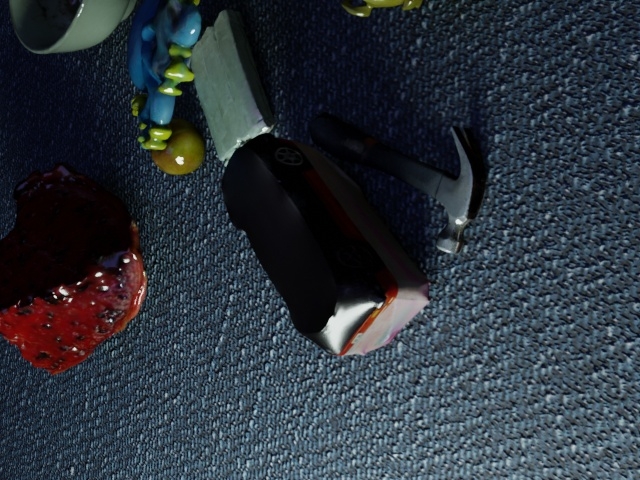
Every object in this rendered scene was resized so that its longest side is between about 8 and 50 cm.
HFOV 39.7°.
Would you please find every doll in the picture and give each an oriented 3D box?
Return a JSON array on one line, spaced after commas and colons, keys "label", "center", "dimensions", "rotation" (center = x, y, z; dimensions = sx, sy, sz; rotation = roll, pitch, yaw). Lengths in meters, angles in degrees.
[{"label": "doll", "center": [-0.215, -0.301, 1.282], "dimensions": [0.341, 0.099, 0.346], "rotation": [-157, 70, -65]}]

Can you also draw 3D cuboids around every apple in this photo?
[{"label": "apple", "center": [-0.223, -0.147, 1.390], "dimensions": [0.090, 0.074, 0.089], "rotation": [-5, 83, 45]}]

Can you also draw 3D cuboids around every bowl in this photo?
[{"label": "bowl", "center": [-0.409, -0.454, 1.540], "dimensions": [0.289, 0.146, 0.289], "rotation": [-4, 84, 44]}]

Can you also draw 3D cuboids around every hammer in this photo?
[{"label": "hammer", "center": [0.086, -0.104, 1.099], "dimensions": [0.290, 0.037, 0.137], "rotation": [33, 112, 41]}]

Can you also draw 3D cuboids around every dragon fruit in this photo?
[{"label": "dragon fruit", "center": [-0.396, 0.026, 1.524], "dimensions": [0.286, 0.228, 0.329], "rotation": [-27, 45, 7]}]

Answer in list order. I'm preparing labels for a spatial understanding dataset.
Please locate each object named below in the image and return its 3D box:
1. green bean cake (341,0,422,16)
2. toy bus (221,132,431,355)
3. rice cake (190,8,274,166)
[{"label": "green bean cake", "center": [0.055, -0.412, 1.020], "dimensions": [0.310, 0.285, 0.202], "rotation": [39, 155, 14]}, {"label": "toy bus", "center": [0.000, 0.000, 1.105], "dimensions": [0.127, 0.147, 0.302], "rotation": [-56, 51, 30]}, {"label": "rice cake", "center": [-0.133, -0.225, 1.327], "dimensions": [0.124, 0.038, 0.211], "rotation": [-39, 62, 37]}]
